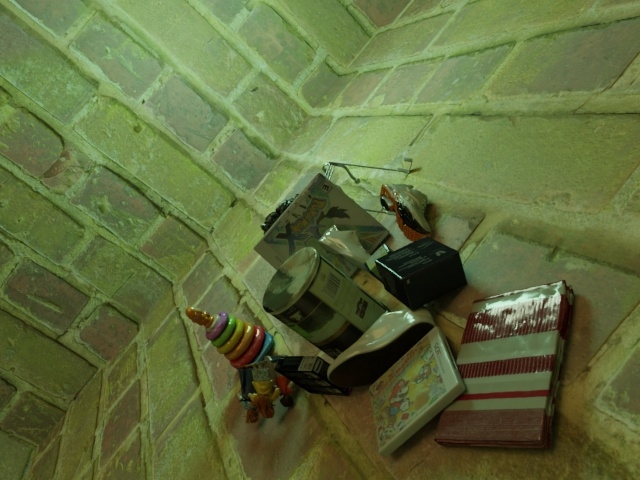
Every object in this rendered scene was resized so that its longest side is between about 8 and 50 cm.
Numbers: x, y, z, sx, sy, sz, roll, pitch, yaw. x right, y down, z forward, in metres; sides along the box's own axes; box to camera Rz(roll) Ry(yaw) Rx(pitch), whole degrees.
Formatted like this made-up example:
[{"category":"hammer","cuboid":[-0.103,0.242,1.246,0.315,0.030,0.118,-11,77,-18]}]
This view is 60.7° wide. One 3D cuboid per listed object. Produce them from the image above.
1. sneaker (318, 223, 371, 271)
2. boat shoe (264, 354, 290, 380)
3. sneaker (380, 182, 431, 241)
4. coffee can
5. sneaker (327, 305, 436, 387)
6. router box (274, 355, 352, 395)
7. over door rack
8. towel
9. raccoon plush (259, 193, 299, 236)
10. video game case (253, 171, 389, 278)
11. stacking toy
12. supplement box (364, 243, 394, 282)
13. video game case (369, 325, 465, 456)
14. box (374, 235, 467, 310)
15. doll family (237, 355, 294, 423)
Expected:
[{"category":"sneaker","cuboid":[0.100,0.017,1.647,0.212,0.080,0.094,30,76,24]},{"category":"boat shoe","cuboid":[-0.112,0.382,1.650,0.065,0.075,0.206,-13,0,-27]},{"category":"sneaker","cuboid":[0.275,-0.096,1.599,0.121,0.099,0.262,-12,41,-14]},{"category":"coffee can","cuboid":[0.018,0.175,1.417,0.202,0.275,0.201,-41,24,23]},{"category":"sneaker","cuboid":[0.144,0.250,1.312,0.290,0.105,0.123,-32,24,13]},{"category":"router box","cuboid":[-0.018,0.347,1.404,0.179,0.133,0.046,-16,41,53]},{"category":"over door rack","cuboid":[0.139,-0.164,1.849,0.325,0.108,0.239,1,47,19]},{"category":"towel","cuboid":[0.349,0.233,1.034,0.237,0.037,0.328,-24,33,51]},{"category":"raccoon plush","cuboid":[0.009,-0.016,1.929,0.447,0.299,0.216,-30,-19,-32]},{"category":"video game case","cuboid":[0.000,0.000,1.731,0.329,0.300,0.036,-49,-10,3]},{"category":"stacking toy","cuboid":[-0.320,0.302,1.811,0.165,0.302,0.175,-55,22,-10]},{"category":"supplement box","cuboid":[0.183,0.070,1.521,0.083,0.083,0.056,-46,23,11]},{"category":"video game case","cuboid":[0.194,0.313,1.158,0.227,0.026,0.206,-48,16,18]},{"category":"box","cuboid":[0.240,0.075,1.323,0.156,0.093,0.158,-24,20,-10]},{"category":"doll family","cuboid":[-0.183,0.434,1.557,0.263,0.119,0.163,-25,72,47]}]
